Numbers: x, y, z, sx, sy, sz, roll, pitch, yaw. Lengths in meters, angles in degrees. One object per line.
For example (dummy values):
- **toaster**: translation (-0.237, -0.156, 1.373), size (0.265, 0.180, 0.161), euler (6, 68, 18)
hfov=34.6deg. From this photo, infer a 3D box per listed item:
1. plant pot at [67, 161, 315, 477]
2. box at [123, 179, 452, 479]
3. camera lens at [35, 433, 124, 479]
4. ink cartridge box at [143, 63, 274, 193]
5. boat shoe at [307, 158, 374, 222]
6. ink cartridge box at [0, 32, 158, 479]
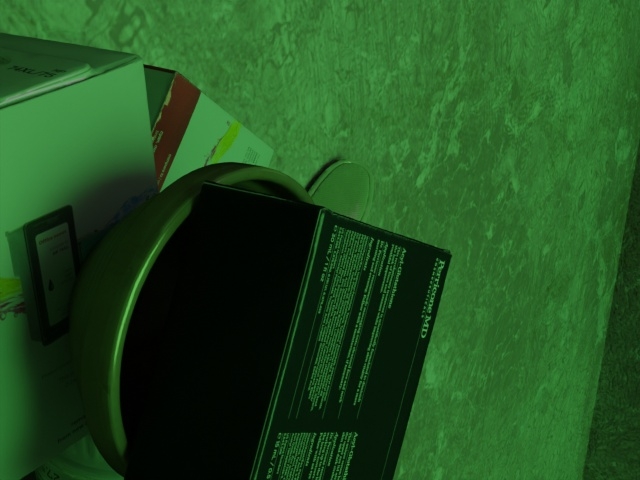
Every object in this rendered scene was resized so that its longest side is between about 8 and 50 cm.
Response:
- **plant pot**: translation (-0.102, 0.054, 0.737), size (0.237, 0.110, 0.237), euler (-30, 127, -50)
- **box**: translation (-0.022, 0.110, 0.685), size (0.184, 0.103, 0.261), euler (17, 88, -55)
- **camera lens**: translation (-0.159, 0.254, 1.000), size (0.219, 0.219, 0.274), euler (-28, 125, -49)
- **ink cartridge box**: translation (-0.153, -0.073, 0.958), size (0.176, 0.128, 0.127), euler (35, 74, -56)
- **boat shoe**: translation (0.000, 0.000, 1.295), size (0.079, 0.084, 0.233), euler (127, -13, -66)
- **ink cartridge box**: translation (-0.253, 0.000, 0.772), size (0.197, 0.198, 0.270), euler (-33, 128, -46)
